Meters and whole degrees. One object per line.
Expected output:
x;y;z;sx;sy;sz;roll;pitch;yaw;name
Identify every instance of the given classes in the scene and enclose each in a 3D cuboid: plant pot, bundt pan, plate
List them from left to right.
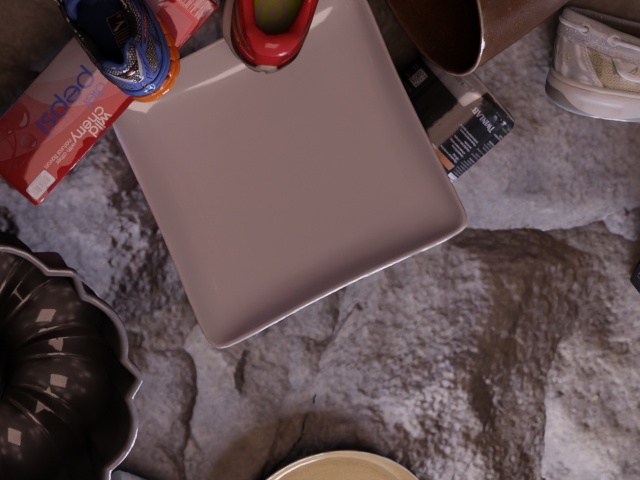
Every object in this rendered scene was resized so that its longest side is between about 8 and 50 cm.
-0.340;0.133;1.819;0.330;0.124;0.331;-4;112;-11;bundt pan
-0.033;-0.074;1.822;0.278;0.045;0.277;-27;79;9;plate
0.013;0.328;2.087;0.236;0.032;0.236;-5;113;-11;plant pot
0.187;-0.300;1.783;0.230;0.215;0.215;-27;116;-16;plant pot

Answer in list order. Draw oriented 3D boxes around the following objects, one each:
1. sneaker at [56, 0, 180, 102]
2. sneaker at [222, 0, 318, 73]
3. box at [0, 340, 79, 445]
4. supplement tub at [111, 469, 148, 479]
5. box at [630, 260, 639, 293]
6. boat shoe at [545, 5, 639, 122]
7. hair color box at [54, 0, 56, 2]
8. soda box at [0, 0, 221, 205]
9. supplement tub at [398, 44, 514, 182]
-0.202;-0.227;1.692;0.083;0.087;0.221;-38;78;11;sneaker
-0.020;-0.291;1.750;0.107;0.118;0.279;8;91;-9;sneaker
-0.382;0.216;1.941;0.322;0.058;0.232;-41;114;7;box
-0.179;0.292;2.010;0.107;0.071;0.071;24;106;-20;supplement tub
0.410;0.015;1.932;0.056;0.231;0.183;23;105;-16;box
0.388;-0.178;1.911;0.320;0.118;0.103;3;116;-6;boat shoe
-0.217;-0.290;1.772;0.072;0.043;0.141;38;100;-22;hair color box
-0.207;-0.159;1.795;0.083;0.092;0.263;43;100;-9;soda box
0.087;-0.095;1.879;0.190;0.117;0.117;-41;114;7;supplement tub
